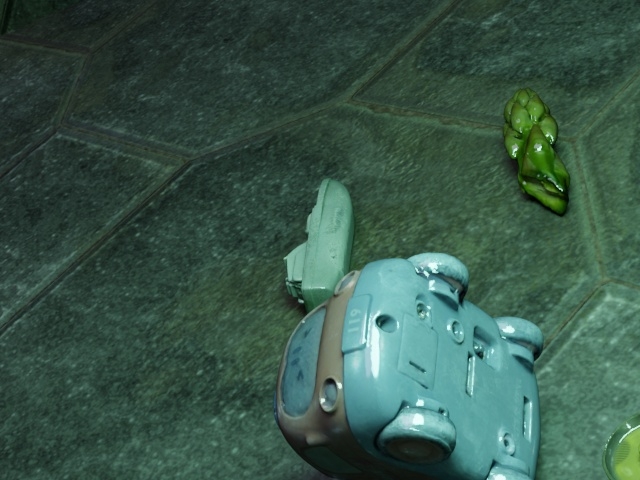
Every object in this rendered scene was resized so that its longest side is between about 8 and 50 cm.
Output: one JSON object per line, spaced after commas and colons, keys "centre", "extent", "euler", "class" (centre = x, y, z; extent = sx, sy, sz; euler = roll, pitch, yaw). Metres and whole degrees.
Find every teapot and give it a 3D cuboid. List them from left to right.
{"centre": [0.320, 0.229, 1.106], "extent": [0.130, 0.119, 0.166], "euler": [-32, 33, -1], "class": "teapot"}

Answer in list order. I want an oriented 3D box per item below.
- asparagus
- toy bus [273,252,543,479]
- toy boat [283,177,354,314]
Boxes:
{"centre": [0.283, -0.132, 1.685], "extent": [0.080, 0.080, 0.287], "euler": [-19, 33, 18], "class": "asparagus"}
{"centre": [0.078, 0.161, 1.250], "extent": [0.231, 0.294, 0.197], "euler": [-20, 49, 37], "class": "toy bus"}
{"centre": [0.000, 0.000, 1.722], "extent": [0.085, 0.078, 0.260], "euler": [-4, 40, 12], "class": "toy boat"}
